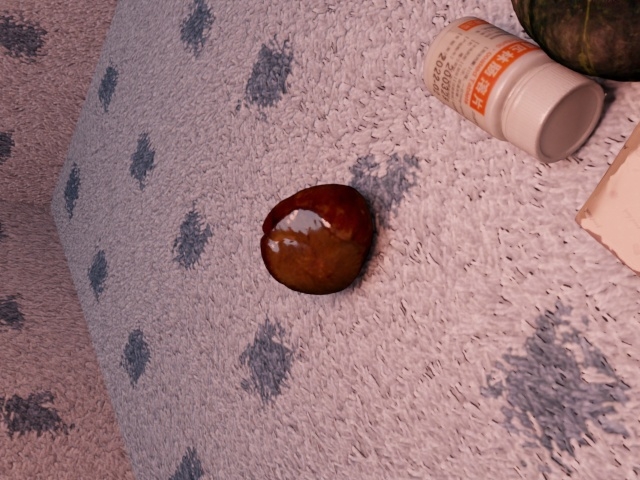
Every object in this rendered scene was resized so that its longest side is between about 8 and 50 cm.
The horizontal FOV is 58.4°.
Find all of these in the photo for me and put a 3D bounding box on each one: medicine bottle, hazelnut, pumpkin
[{"bbox_3d":[0.279,-0.227,0.857,0.252,0.144,0.144,51,121,38],"label":"medicine bottle"},{"bbox_3d":[0.000,0.000,1.118,0.234,0.218,0.218,-26,64,23],"label":"hazelnut"},{"bbox_3d":[0.385,-0.352,0.678,0.323,0.241,0.323,-11,70,31],"label":"pumpkin"}]

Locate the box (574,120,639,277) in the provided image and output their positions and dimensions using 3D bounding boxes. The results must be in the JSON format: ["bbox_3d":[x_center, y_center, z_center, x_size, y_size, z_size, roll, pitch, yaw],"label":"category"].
[{"bbox_3d":[0.455,-0.077,0.561,0.225,0.190,0.297,54,134,39],"label":"box"}]
